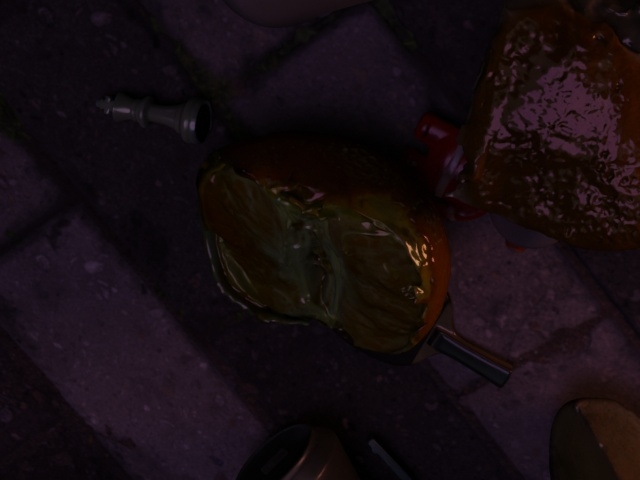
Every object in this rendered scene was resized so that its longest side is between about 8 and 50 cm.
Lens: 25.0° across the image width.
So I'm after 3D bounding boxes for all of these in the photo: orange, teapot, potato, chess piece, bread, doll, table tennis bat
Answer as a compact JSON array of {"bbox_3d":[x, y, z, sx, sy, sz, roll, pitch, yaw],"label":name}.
[{"bbox_3d":[0.006,-0.004,1.720,0.335,0.196,0.262,10,122,21],"label":"orange"},{"bbox_3d":[0.019,0.358,1.937,0.203,0.171,0.225,-43,108,-2],"label":"teapot"},{"bbox_3d":[0.388,0.306,1.792,0.269,0.112,0.255,-16,92,65],"label":"potato"},{"bbox_3d":[-0.212,-0.160,1.792,0.149,0.059,0.059,13,119,15],"label":"chess piece"},{"bbox_3d":[0.291,-0.157,1.549,0.250,0.225,0.279,17,115,9],"label":"bread"},{"bbox_3d":[0.212,-0.062,1.708,0.245,0.076,0.142,27,121,6],"label":"doll"},{"bbox_3d":[0.123,0.108,1.850,0.274,0.021,0.154,30,120,2],"label":"table tennis bat"}]

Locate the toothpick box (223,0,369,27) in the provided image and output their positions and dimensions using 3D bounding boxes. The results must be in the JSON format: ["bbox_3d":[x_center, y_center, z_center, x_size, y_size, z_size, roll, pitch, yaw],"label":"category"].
[{"bbox_3d":[-0.003,-0.350,1.529,0.316,0.229,0.229,-11,113,31],"label":"toothpick box"}]
